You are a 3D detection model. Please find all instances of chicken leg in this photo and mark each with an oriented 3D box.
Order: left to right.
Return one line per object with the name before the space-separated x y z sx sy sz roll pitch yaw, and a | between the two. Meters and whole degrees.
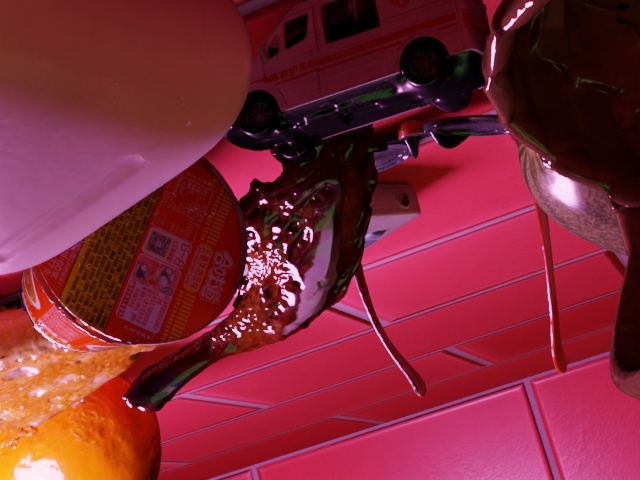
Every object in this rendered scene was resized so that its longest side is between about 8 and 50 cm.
chicken leg | -0.051 0.040 1.167 0.158 0.096 0.407 15 127 -33

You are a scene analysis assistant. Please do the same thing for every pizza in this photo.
pizza | -0.358 0.139 1.412 0.409 0.114 0.278 -16 163 4

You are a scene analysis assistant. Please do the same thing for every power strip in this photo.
power strip | 0.000 0.000 1.404 0.118 0.046 0.270 -1 158 -40

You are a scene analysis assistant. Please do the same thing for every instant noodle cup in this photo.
instant noodle cup | -0.191 0.021 1.100 0.193 0.193 0.212 -7 169 -26

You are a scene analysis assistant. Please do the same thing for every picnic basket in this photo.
picnic basket | 0.252 -0.047 0.756 0.337 0.337 0.293 -12 160 -12

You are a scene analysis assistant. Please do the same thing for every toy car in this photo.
toy car | 0.021 -0.134 0.883 0.210 0.108 0.089 -17 166 19

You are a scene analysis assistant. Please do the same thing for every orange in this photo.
orange | -0.345 0.297 1.720 0.246 0.246 0.246 -14 164 -4

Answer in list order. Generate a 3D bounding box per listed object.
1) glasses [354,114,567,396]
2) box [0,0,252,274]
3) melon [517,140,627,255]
glasses | 0.120 0.014 1.173 0.234 0.268 0.118 -15 174 35
box | -0.229 -0.090 0.694 0.289 0.141 0.349 -32 154 30
melon | 0.319 -0.096 1.029 0.302 0.237 0.237 -7 163 -7
